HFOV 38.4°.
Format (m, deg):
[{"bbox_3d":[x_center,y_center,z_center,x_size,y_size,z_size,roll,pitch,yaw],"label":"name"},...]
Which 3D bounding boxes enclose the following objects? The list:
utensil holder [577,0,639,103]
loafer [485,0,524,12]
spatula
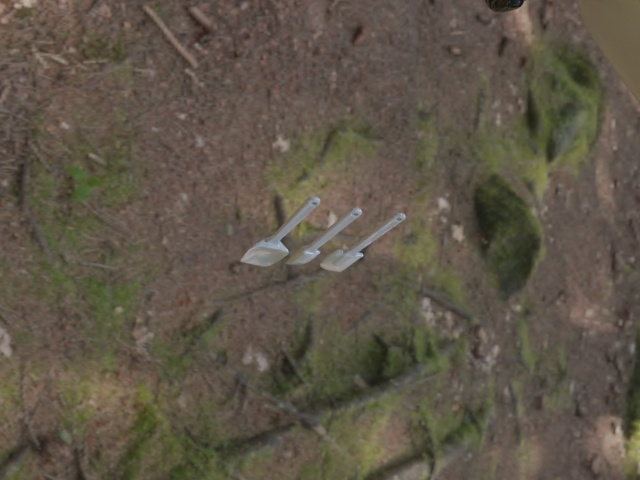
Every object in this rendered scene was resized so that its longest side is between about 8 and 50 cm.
[{"bbox_3d":[0.516,-0.259,1.088,0.327,0.327,0.385,55,15,-38],"label":"utensil holder"},{"bbox_3d":[0.275,-0.376,1.329,0.223,0.078,0.076,-86,176,-67],"label":"loafer"},{"bbox_3d":[0.000,0.000,1.265,0.168,0.242,0.019,11,67,-20],"label":"spatula"}]
